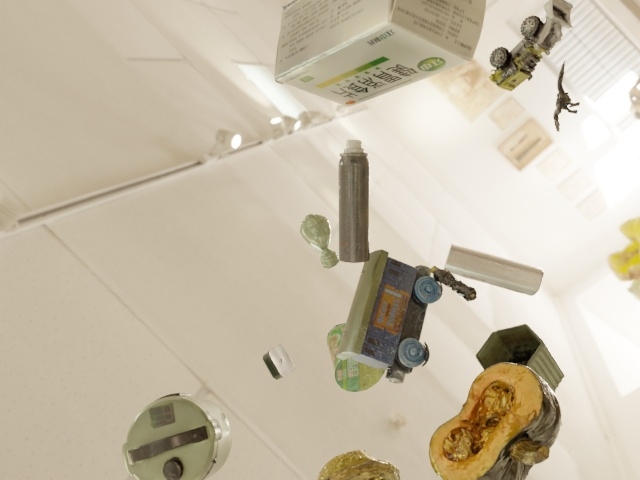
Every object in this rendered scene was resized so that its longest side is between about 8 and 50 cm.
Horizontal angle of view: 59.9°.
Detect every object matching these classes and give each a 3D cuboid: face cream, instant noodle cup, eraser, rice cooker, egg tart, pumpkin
[{"bbox_3d":[0.078,-0.090,1.282,0.073,0.073,0.283,-20,-69,-67],"label":"face cream"},{"bbox_3d":[0.126,0.451,2.212,0.207,0.207,0.232,36,-171,-25],"label":"instant noodle cup"},{"bbox_3d":[0.515,0.087,1.675,0.270,0.094,0.174,15,179,11],"label":"eraser"},{"bbox_3d":[-0.337,0.478,1.324,0.226,0.226,0.244,52,177,13],"label":"rice cooker"},{"bbox_3d":[0.082,0.680,1.542,0.288,0.288,0.118,26,-159,-42],"label":"egg tart"},{"bbox_3d":[0.398,0.433,1.218,0.222,0.317,0.139,29,161,51],"label":"pumpkin"}]

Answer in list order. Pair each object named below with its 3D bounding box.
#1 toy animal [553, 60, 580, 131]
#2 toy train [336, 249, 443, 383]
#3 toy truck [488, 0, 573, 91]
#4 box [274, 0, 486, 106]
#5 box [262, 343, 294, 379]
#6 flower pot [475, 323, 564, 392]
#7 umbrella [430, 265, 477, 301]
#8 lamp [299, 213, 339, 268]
[{"bbox_3d":[0.692,-0.397,1.585,0.107,0.062,0.220,-90,-10,-49],"label":"toy animal"},{"bbox_3d":[0.167,0.182,1.341,0.202,0.131,0.299,22,-113,-8],"label":"toy train"},{"bbox_3d":[0.620,-0.563,1.621,0.136,0.286,0.111,2,-127,-40],"label":"toy truck"},{"bbox_3d":[0.083,-0.342,0.908,0.173,0.333,0.145,9,-96,-34],"label":"box"},{"bbox_3d":[-0.128,0.370,1.687,0.091,0.031,0.126,59,-166,5],"label":"box"},{"bbox_3d":[0.676,0.424,1.884,0.189,0.239,0.209,51,-143,-22],"label":"flower pot"},{"bbox_3d":[0.309,0.098,1.304,0.040,0.037,0.144,49,174,-37],"label":"umbrella"},{"bbox_3d":[0.000,0.000,1.860,0.192,0.106,0.106,66,-160,-8],"label":"lamp"}]
